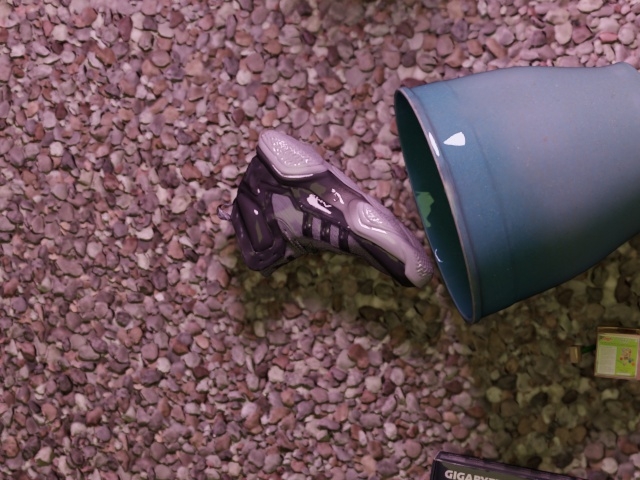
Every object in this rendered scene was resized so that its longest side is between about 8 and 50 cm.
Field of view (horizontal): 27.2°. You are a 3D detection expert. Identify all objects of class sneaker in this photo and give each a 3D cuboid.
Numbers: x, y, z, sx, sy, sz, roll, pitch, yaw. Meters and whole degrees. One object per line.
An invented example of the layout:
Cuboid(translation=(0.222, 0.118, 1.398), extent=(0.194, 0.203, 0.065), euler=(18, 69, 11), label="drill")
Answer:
Cuboid(translation=(0.000, 0.000, 1.582), extent=(0.268, 0.101, 0.153), euler=(40, 101, 12), label="sneaker")

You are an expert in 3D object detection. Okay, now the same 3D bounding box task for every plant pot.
Cuboid(translation=(0.243, -0.073, 1.455), extent=(0.255, 0.271, 0.271), euler=(-17, 90, -3), label="plant pot")

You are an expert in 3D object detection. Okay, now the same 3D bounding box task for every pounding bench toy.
Cuboid(translation=(0.331, 0.128, 1.536), extent=(0.083, 0.065, 0.052), euler=(4, 95, 11), label="pounding bench toy")

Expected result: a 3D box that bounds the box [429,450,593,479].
Cuboid(translation=(0.231, 0.360, 1.579), extent=(0.220, 0.051, 0.175), euler=(10, 96, 11), label="box")
